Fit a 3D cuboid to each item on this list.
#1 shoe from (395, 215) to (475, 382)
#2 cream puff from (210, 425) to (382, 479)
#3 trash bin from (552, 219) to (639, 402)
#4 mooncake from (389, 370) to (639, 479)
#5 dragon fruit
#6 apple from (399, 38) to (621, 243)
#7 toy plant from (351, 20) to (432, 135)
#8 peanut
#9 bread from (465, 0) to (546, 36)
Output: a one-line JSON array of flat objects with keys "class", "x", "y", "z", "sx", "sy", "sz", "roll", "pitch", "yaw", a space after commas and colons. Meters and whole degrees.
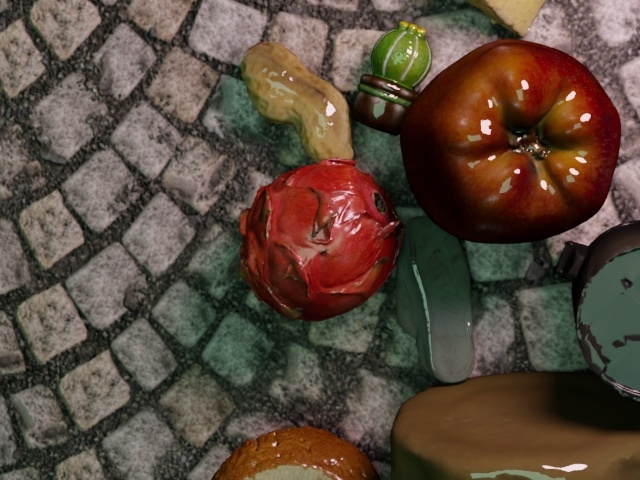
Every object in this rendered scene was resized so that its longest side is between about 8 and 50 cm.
[{"class": "shoe", "x": 0.163, "y": 0.092, "z": 1.475, "sx": 0.103, "sy": 0.100, "sz": 0.251, "roll": -4, "pitch": 77, "yaw": -26}, {"class": "cream puff", "x": -0.038, "y": 0.427, "z": 1.492, "sx": 0.303, "sy": 0.212, "sz": 0.303, "roll": 0, "pitch": 92, "yaw": 4}, {"class": "trash bin", "x": 0.430, "y": 0.084, "z": 1.291, "sx": 0.252, "sy": 0.301, "sz": 0.203, "roll": 26, "pitch": 101, "yaw": 10}, {"class": "mooncake", "x": 0.280, "y": 0.319, "z": 1.322, "sx": 0.378, "sy": 0.378, "sz": 0.201, "roll": -4, "pitch": 100, "yaw": 14}, {"class": "dragon fruit", "x": -0.006, "y": 0.000, "z": 1.437, "sx": 0.252, "sy": 0.241, "sz": 0.241, "roll": -36, "pitch": 86, "yaw": 3}, {"class": "apple", "x": 0.256, "y": -0.128, "z": 1.323, "sx": 0.288, "sy": 0.317, "sz": 0.288, "roll": 0, "pitch": 96, "yaw": -2}, {"class": "toy plant", "x": 0.109, "y": -0.241, "z": 1.450, "sx": 0.092, "sy": 0.093, "sz": 0.162, "roll": 24, "pitch": 100, "yaw": 11}, {"class": "peanut", "x": -0.030, "y": -0.206, "z": 1.487, "sx": 0.229, "sy": 0.098, "sz": 0.103, "roll": 43, "pitch": 145, "yaw": 8}, {"class": "bread", "x": 0.286, "y": -0.419, "z": 1.345, "sx": 0.135, "sy": 0.178, "sz": 0.240, "roll": 37, "pitch": 101, "yaw": 9}]
